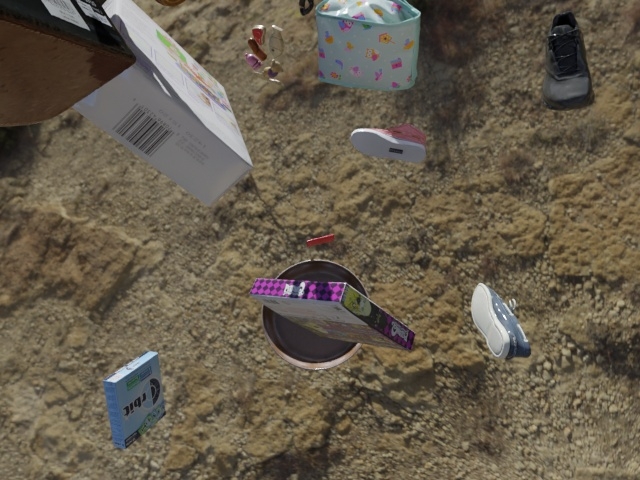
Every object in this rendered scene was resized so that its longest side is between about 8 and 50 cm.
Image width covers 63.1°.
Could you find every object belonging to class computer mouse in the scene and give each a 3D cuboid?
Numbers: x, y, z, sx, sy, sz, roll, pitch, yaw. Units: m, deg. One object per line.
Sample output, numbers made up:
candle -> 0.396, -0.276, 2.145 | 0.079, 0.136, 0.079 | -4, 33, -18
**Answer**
computer mouse -> -0.035, -0.600, 1.179 | 0.041, 0.242, 0.071 | -18, 73, -14

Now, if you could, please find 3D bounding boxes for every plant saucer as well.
plant saucer -> -0.011, 0.211, 1.483 | 0.311, 0.050, 0.310 | -1, 74, 4

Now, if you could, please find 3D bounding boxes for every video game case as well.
video game case -> 0.019, 0.132, 0.938 | 0.232, 0.210, 0.041 | -2, 59, 46

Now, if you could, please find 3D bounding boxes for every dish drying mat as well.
dish drying mat -> 0.000, 0.000, 1.534 | 0.083, 0.032, 0.008 | -13, 61, -11

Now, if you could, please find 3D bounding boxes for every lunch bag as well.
lunch bag -> 0.132, -0.516, 1.358 | 0.262, 0.223, 0.160 | 17, 57, 15

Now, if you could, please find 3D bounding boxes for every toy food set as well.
toy food set -> -0.102, -0.329, 0.925 | 0.078, 0.122, 0.019 | 23, 59, 13

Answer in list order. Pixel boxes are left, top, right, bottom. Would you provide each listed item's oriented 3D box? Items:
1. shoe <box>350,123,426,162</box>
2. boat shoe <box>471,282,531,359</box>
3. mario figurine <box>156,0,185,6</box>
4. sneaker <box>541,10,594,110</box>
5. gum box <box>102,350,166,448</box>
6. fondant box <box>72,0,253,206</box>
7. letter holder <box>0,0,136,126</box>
shoe -> 0.161, -0.237, 1.218 | 0.178, 0.063, 0.081 | 13, 44, 2
boat shoe -> 0.433, 0.190, 1.257 | 0.079, 0.095, 0.254 | 9, 23, -6
mario figurine -> -0.250, -0.438, 0.642 | 0.170, 0.198, 0.320 | -30, 62, -26
sneaker -> 0.540, -0.399, 1.158 | 0.109, 0.130, 0.286 | -7, 48, 21
gum box -> -0.464, 0.398, 1.313 | 0.041, 0.157, 0.184 | 4, 106, 21
fondant box -> -0.243, -0.227, 0.800 | 0.096, 0.238, 0.330 | -40, 39, 13
letter holder -> -0.317, -0.156, 0.378 | 0.214, 0.152, 0.302 | -32, 8, 9
